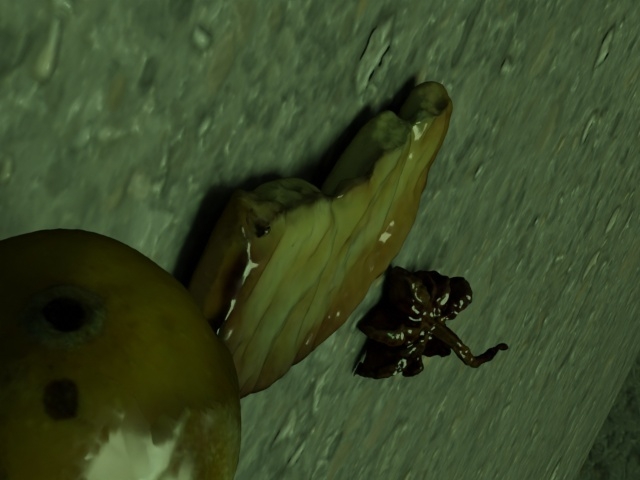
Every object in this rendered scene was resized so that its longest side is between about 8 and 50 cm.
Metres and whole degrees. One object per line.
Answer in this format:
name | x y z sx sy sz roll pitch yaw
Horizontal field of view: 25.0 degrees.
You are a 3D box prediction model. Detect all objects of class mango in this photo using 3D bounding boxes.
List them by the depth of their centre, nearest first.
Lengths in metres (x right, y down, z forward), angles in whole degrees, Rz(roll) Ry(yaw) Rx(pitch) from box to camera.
mango | -0.155 0.140 0.573 0.329 0.175 0.176 -49 139 12

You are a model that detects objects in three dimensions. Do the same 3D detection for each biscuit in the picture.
biscuit | 0.000 0.003 0.920 0.299 0.045 0.154 -34 143 -54

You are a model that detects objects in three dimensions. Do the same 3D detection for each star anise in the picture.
star anise | 0.098 0.074 1.187 0.190 0.070 0.097 7 98 -55
